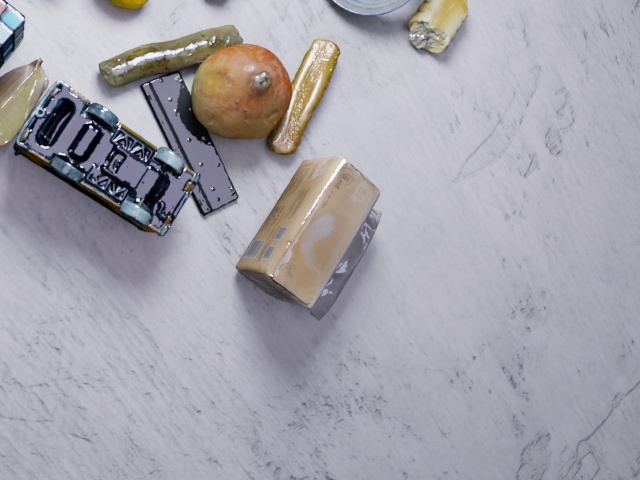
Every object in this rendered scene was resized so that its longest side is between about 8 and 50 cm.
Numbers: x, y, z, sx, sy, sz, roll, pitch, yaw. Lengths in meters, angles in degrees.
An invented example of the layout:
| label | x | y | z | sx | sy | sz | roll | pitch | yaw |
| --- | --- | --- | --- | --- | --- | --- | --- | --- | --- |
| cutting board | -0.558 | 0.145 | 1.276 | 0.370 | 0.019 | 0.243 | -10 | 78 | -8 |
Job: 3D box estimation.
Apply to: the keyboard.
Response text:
| label | x | y | z | sx | sy | sz | roll | pitch | yaw |
| --- | --- | --- | --- | --- | --- | --- | --- | --- | --- |
| keyboard | -0.284 | -0.210 | 1.623 | 0.100 | 0.018 | 0.310 | -29 | 101 | -22 |

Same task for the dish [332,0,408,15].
| label | x | y | z | sx | sy | sz | roll | pitch | yaw |
| --- | --- | --- | --- | --- | --- | --- | --- | --- | --- |
| dish | 0.128 | -0.662 | 1.735 | 0.273 | 0.134 | 0.274 | 3 | 105 | 12 |

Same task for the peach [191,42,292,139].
| label | x | y | z | sx | sy | sz | roll | pitch | yaw |
| --- | --- | --- | --- | --- | --- | --- | --- | --- | --- |
| peach | -0.159 | -0.310 | 1.565 | 0.232 | 0.232 | 0.233 | 0 | 90 | -23 |

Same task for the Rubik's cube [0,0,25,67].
| label | x | y | z | sx | sy | sz | roll | pitch | yaw |
| --- | --- | --- | --- | --- | --- | --- | --- | --- | --- |
| Rubik's cube | -0.672 | -0.382 | 1.369 | 0.187 | 0.182 | 0.184 | 39 | 76 | -19 |

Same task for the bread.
| label | x | y | z | sx | sy | sz | roll | pitch | yaw |
| --- | --- | --- | --- | --- | --- | --- | --- | --- | --- |
| bread | 0.289 | -0.541 | 1.830 | 0.119 | 0.084 | 0.177 | 41 | 75 | -19 |

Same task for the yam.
| label | x | y | z | sx | sy | sz | roll | pitch | yaw |
| --- | --- | --- | --- | --- | --- | --- | --- | --- | --- |
| yam | -0.312 | -0.394 | 1.585 | 0.317 | 0.071 | 0.067 | -23 | 136 | -22 |

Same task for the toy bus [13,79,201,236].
| label | x | y | z | sx | sy | sz | roll | pitch | yaw |
| --- | --- | --- | --- | --- | --- | --- | --- | --- | --- |
| toy bus | -0.423 | -0.155 | 1.470 | 0.323 | 0.194 | 0.162 | 35 | 78 | -23 |

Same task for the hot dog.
| label | x | y | z | sx | sy | sz | roll | pitch | yaw |
| --- | --- | --- | --- | --- | --- | --- | --- | --- | --- |
| hot dog | -0.038 | -0.324 | 1.703 | 0.083 | 0.068 | 0.289 | 25 | 85 | 2 |

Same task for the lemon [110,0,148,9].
| label | x | y | z | sx | sy | sz | roll | pitch | yaw |
| --- | --- | --- | --- | --- | --- | --- | --- | --- | --- |
| lemon | -0.398 | -0.538 | 1.511 | 0.114 | 0.114 | 0.155 | -51 | 151 | -15 |

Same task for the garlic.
| label | x | y | z | sx | sy | sz | roll | pitch | yaw |
| --- | --- | --- | --- | --- | --- | --- | --- | --- | --- |
| garlic | -0.599 | -0.263 | 1.443 | 0.087 | 0.101 | 0.196 | 47 | 62 | -41 |

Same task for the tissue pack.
| label | x | y | z | sx | sy | sz | roll | pitch | yaw |
| --- | --- | --- | --- | --- | --- | --- | --- | --- | --- |
| tissue pack | 0.000 | 0.000 | 1.640 | 0.238 | 0.238 | 0.306 | 36 | 76 | -19 |
